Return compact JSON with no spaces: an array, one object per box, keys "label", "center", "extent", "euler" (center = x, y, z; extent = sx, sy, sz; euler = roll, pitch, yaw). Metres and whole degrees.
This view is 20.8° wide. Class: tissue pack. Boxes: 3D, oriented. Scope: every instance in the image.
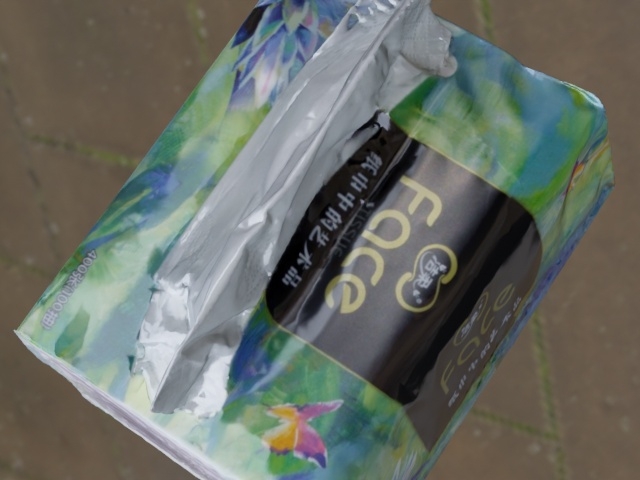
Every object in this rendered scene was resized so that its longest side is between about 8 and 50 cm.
[{"label":"tissue pack","center":[-0.001,0.001,0.376],"extent":[0.085,0.111,0.079],"euler":[31,168,20]}]
